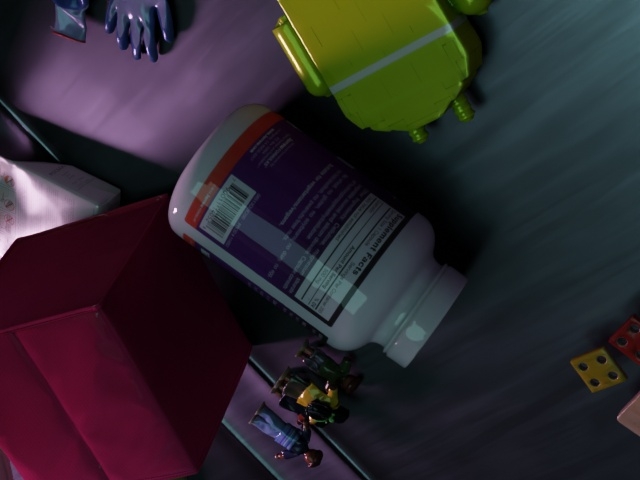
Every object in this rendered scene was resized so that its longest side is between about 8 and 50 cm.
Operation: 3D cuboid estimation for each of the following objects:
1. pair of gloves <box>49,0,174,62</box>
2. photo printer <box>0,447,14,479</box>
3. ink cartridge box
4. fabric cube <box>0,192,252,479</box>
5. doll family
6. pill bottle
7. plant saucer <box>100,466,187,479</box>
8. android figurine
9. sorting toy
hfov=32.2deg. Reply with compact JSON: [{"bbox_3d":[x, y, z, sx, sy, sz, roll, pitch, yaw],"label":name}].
[{"bbox_3d":[-0.260,-0.301,1.322,0.198,0.023,0.159,19,124,17],"label":"pair of gloves"},{"bbox_3d":[-0.617,0.374,1.805,0.256,0.107,0.307,-20,81,32],"label":"photo printer"},{"bbox_3d":[-0.386,-0.032,1.544,0.225,0.056,0.181,27,128,19],"label":"ink cartridge box"},{"bbox_3d":[-0.278,0.136,1.406,0.259,0.254,0.258,-15,119,23],"label":"fabric cube"},{"bbox_3d":[-0.015,0.224,1.477,0.111,0.076,0.193,34,134,1],"label":"doll family"},{"bbox_3d":[0.000,0.000,1.256,0.323,0.181,0.181,36,129,5],"label":"pill bottle"},{"bbox_3d":[-0.324,0.354,1.740,0.241,0.037,0.240,12,124,19],"label":"plant saucer"},{"bbox_3d":[0.063,-0.228,1.161,0.248,0.056,0.272,-26,103,37],"label":"android figurine"},{"bbox_3d":[0.413,0.180,1.218,0.275,0.046,0.132,34,129,6],"label":"sorting toy"}]
